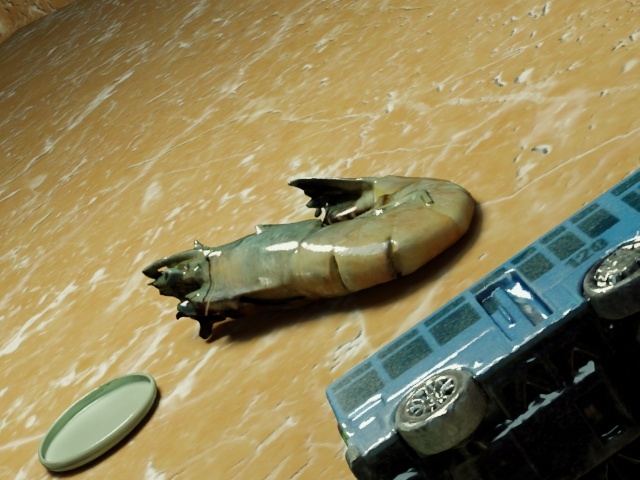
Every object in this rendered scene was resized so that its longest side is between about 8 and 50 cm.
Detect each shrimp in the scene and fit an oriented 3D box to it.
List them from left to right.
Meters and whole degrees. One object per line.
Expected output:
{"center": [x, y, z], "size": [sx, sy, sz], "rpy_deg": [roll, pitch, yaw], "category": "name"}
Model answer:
{"center": [-0.003, -0.007, 1.189], "size": [0.289, 0.075, 0.178], "rpy_deg": [-18, 17, 39], "category": "shrimp"}

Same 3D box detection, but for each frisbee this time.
{"center": [-0.175, 0.144, 1.178], "size": [0.110, 0.014, 0.110], "rpy_deg": [-29, 20, 11], "category": "frisbee"}

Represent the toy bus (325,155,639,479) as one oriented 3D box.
{"center": [0.128, 0.064, 0.750], "size": [0.234, 0.116, 0.133], "rpy_deg": [-35, 17, 1], "category": "toy bus"}
